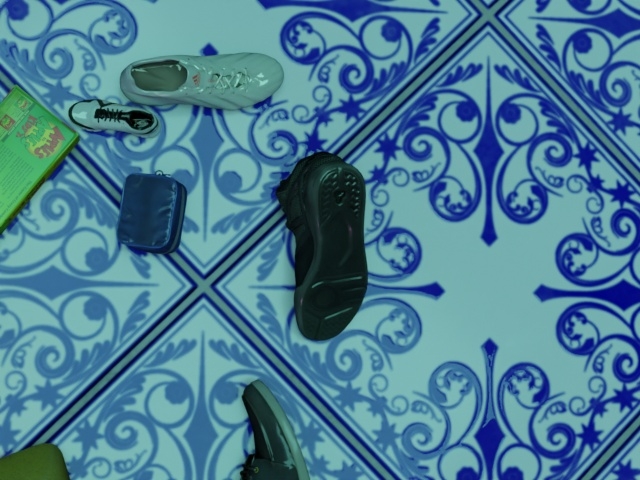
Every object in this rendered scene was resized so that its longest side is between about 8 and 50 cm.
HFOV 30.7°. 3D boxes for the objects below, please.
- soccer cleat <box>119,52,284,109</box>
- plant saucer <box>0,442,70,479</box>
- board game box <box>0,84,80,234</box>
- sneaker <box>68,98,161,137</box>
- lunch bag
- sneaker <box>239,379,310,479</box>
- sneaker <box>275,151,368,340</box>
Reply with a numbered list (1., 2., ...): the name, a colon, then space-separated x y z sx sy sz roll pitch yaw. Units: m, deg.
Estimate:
1. soccer cleat: -0.137 -0.189 1.374 0.196 0.076 0.068 -5 85 -11
2. plant saucer: -0.364 0.414 1.209 0.333 0.081 0.332 -16 86 -35
3. board game box: -0.371 -0.078 1.339 0.092 0.043 0.181 39 80 -5
4. sneaker: -0.241 -0.147 1.369 0.109 0.044 0.040 6 85 -8
5. lunch bag: -0.194 -0.035 1.356 0.067 0.065 0.098 9 84 7
6. sneaker: -0.075 0.278 1.335 0.118 0.083 0.222 -19 89 -11
7. sneaker: 0.000 0.000 1.383 0.087 0.130 0.227 -6 113 -15
